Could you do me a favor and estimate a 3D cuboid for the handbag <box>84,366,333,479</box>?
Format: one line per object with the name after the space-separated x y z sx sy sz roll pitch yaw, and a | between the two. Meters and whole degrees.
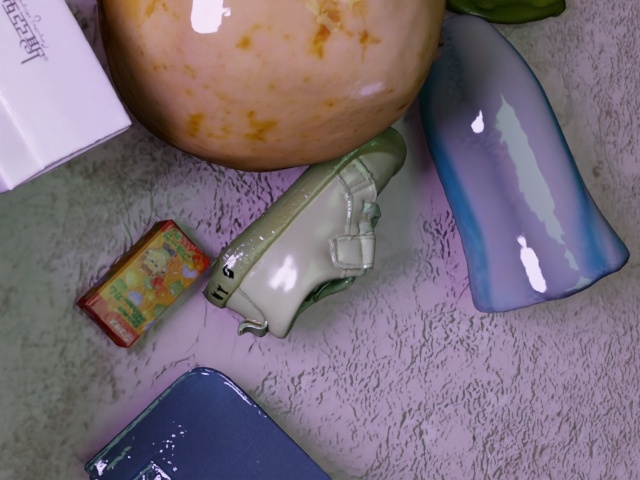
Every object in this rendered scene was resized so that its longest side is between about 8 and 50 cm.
-0.094 0.250 0.903 0.229 0.062 0.179 43 67 11 | handbag

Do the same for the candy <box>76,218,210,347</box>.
-0.172 0.041 0.929 0.122 0.038 0.062 -48 110 -21 | candy

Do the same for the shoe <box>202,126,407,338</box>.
-0.005 -0.006 0.975 0.262 0.140 0.128 -40 98 -18 | shoe

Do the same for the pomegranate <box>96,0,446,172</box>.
-0.033 -0.214 0.860 0.342 0.342 0.343 1 89 -29 | pomegranate

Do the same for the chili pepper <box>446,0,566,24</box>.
0.211 -0.288 1.141 0.201 0.050 0.052 -1 74 -31 | chili pepper

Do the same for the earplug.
0.207 -0.101 1.072 0.185 0.185 0.324 -24 96 -27 | earplug

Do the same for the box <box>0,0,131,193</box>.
-0.278 -0.136 0.748 0.111 0.260 0.195 -34 106 -29 | box
